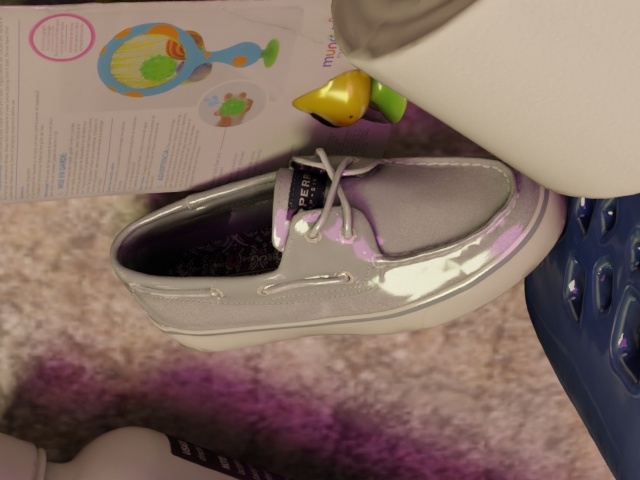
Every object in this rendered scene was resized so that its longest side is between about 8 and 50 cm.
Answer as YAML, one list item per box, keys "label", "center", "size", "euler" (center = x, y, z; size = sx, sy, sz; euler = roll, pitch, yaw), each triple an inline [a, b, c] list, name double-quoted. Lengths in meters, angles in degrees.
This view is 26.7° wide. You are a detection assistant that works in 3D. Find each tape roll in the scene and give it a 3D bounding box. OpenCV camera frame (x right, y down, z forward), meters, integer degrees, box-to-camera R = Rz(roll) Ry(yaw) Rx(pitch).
- label: "tape roll"
  center: [0.122, -0.159, 0.486]
  size: [0.100, 0.286, 0.286]
  euler: [30, 113, -19]

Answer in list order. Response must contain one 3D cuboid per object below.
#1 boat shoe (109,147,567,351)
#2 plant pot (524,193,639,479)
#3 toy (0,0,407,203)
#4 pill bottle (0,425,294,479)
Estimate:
- label: "boat shoe"
  center: [0.000, -0.001, 0.641]
  size: [0.228, 0.079, 0.081]
  euler: [-14, 144, 26]
- label: "plant pot"
  center: [0.224, -0.029, 0.598]
  size: [0.236, 0.236, 0.212]
  euler: [-5, 112, -2]
- label: "toy"
  center: [-0.076, -0.078, 0.633]
  size: [0.237, 0.056, 0.137]
  euler: [-1, 144, -15]
- label: "pill bottle"
  center: [-0.050, 0.214, 0.732]
  size: [0.323, 0.181, 0.181]
  euler: [22, 115, -15]
